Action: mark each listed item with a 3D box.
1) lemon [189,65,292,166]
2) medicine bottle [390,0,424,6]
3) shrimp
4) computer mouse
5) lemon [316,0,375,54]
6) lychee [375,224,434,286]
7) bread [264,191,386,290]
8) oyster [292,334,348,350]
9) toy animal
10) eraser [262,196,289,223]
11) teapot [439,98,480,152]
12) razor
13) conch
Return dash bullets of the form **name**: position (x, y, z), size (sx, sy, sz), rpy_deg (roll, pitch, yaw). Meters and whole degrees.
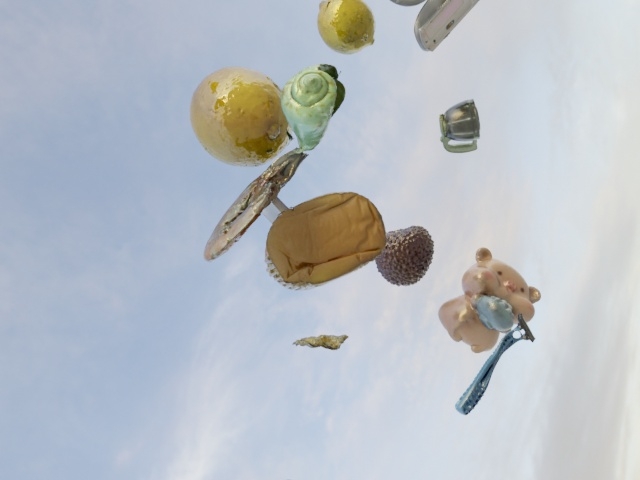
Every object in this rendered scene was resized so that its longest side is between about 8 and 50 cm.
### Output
- **lemon**: position (-0.187, -0.289, 1.248), size (0.235, 0.263, 0.236), rpy_deg (-6, -69, -15)
- **medicine bottle**: position (0.161, -0.550, 1.043), size (0.352, 0.110, 0.110), rpy_deg (-85, -23, -56)
- **shrimp**: position (-0.135, -0.075, 1.107), size (0.062, 0.164, 0.317), rpy_deg (43, -93, -20)
- **computer mouse**: position (0.280, -0.509, 1.162), size (0.199, 0.045, 0.102), rpy_deg (-48, -38, 7)
- **lemon**: position (0.076, -0.665, 1.625), size (0.206, 0.173, 0.173), rpy_deg (49, -135, 11)
- **lychee**: position (0.258, 0.051, 1.621), size (0.188, 0.188, 0.188), rpy_deg (-10, -77, -50)
- **bread**: position (0.000, 0.000, 1.254), size (0.288, 0.156, 0.204), rpy_deg (-28, -86, -14)
- **oyster**: position (-0.005, 0.284, 1.456), size (0.121, 0.146, 0.045), rpy_deg (-6, -82, -75)
- **toy animal**: position (0.441, 0.179, 1.413), size (0.210, 0.221, 0.229), rpy_deg (35, -136, -1)
- **eraser**: position (-0.106, -0.063, 1.386), size (0.104, 0.150, 0.023), rpy_deg (46, -107, -4)
- **teapot**: position (0.315, -0.252, 1.202), size (0.092, 0.090, 0.124), rpy_deg (-62, -39, -66)
- **razor**: position (0.372, 0.272, 1.140), size (0.253, 0.042, 0.082), rpy_deg (-46, -66, -20)
- **conch**: position (-0.009, -0.188, 0.752), size (0.106, 0.079, 0.170), rpy_deg (-46, -7, -14)
